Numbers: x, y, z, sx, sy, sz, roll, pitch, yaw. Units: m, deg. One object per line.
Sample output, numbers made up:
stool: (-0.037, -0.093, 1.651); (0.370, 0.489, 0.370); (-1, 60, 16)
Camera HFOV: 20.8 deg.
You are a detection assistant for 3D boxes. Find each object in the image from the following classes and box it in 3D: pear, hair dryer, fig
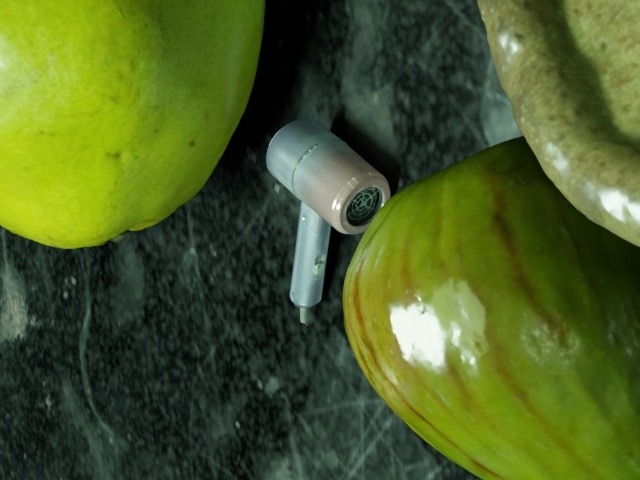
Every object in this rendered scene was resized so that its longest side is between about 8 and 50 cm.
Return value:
pear: (-0.134, -0.126, 0.912); (0.212, 0.212, 0.269); (16, 121, 52)
hair dryer: (0.000, 0.000, 0.903); (0.063, 0.037, 0.114); (43, 137, 40)
fig: (0.104, 0.085, 0.675); (0.151, 0.151, 0.259); (-38, 66, 51)

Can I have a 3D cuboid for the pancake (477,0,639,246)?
pancake: (0.160, -0.131, 0.578); (0.288, 0.033, 0.286); (-58, 47, 20)
